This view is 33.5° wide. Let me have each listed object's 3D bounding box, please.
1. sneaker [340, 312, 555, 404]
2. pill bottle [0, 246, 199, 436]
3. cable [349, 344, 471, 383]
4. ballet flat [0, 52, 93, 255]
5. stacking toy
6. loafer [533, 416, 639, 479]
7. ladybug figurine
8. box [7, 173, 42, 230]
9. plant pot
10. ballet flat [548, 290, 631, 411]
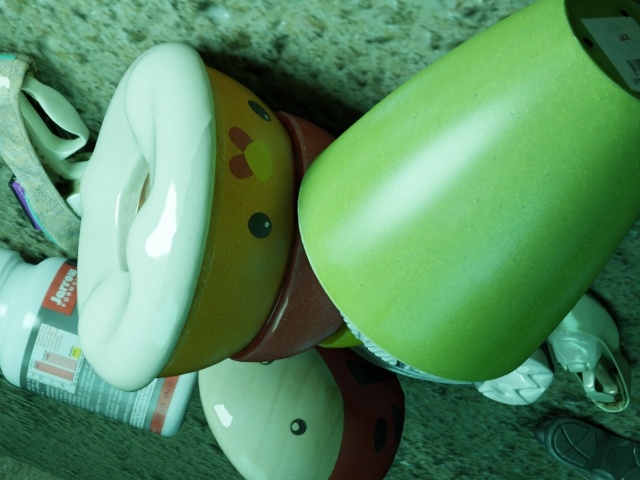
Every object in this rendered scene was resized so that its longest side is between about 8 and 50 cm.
[{"bbox_3d":[0.126,0.055,1.065,0.235,0.153,0.094,20,128,-8],"label":"sneaker"},{"bbox_3d":[-0.356,0.147,1.621,0.363,0.210,0.210,19,153,-3],"label":"pill bottle"},{"bbox_3d":[0.143,0.108,1.387,0.257,0.089,0.257,12,152,10],"label":"cable"},{"bbox_3d":[-0.310,-0.094,1.253,0.106,0.107,0.316,-9,140,14],"label":"ballet flat"},{"bbox_3d":[0.000,0.000,1.146,0.480,0.351,0.350,8,158,-25],"label":"stacking toy"},{"bbox_3d":[0.454,0.349,1.672,0.267,0.096,0.084,32,170,-12],"label":"loafer"},{"bbox_3d":[-0.001,0.221,1.481,0.162,0.305,0.449,-34,165,15],"label":"ladybug figurine"},{"bbox_3d":[-0.334,-0.040,1.461,0.162,0.029,0.116,13,151,12],"label":"box"},{"bbox_3d":[0.170,-0.068,0.909,0.274,0.275,0.293,26,135,-16],"label":"plant pot"},{"bbox_3d":[0.341,0.145,1.350,0.086,0.086,0.248,-3,146,34],"label":"ballet flat"}]
